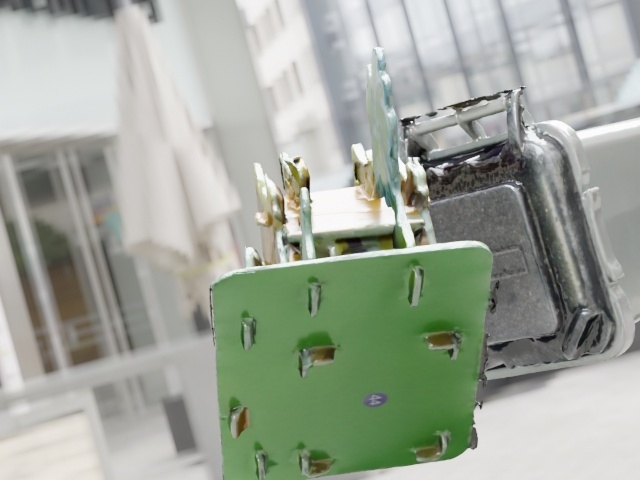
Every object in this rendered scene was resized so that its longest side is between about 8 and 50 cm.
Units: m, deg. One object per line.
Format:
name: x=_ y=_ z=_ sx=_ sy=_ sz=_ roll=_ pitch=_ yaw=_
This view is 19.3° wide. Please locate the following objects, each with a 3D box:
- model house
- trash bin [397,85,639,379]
model house: x=0.000 y=0.000 z=1.674 sx=0.242 sy=0.313 sz=0.358 roll=-10 pitch=-36 yaw=-6
trash bin: x=0.280 y=-0.038 z=2.035 sx=0.367 sy=0.296 sz=0.256 roll=-20 pitch=3 yaw=-42
